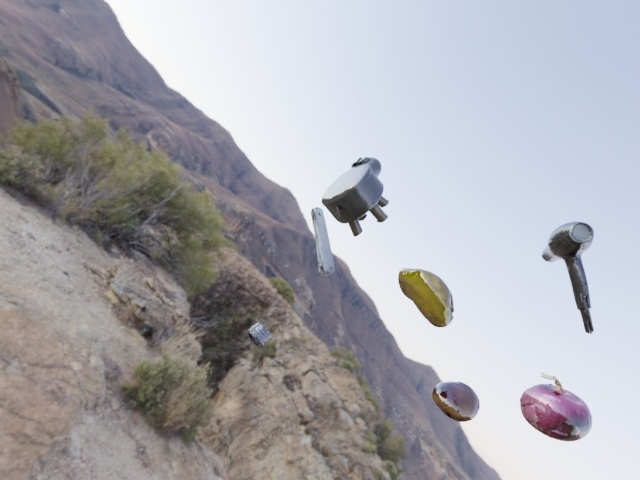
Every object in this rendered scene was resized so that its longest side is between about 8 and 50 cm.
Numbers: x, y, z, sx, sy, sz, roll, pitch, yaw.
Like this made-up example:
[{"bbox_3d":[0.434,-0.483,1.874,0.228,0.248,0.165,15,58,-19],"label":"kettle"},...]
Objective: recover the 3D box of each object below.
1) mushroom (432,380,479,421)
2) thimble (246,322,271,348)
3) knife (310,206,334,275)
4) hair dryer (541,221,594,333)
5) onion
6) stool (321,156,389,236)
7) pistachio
[{"bbox_3d":[0.340,0.394,1.044,0.123,0.123,0.052,40,-52,45],"label":"mushroom"},{"bbox_3d":[-0.249,0.386,1.693,0.095,0.066,0.104,40,-29,22],"label":"thimble"},{"bbox_3d":[0.002,0.000,1.552,0.073,0.041,0.265,13,63,-49],"label":"knife"},{"bbox_3d":[0.515,0.081,0.853,0.195,0.075,0.219,53,32,-69],"label":"hair dryer"},{"bbox_3d":[0.795,0.579,1.391,0.207,0.200,0.200,41,-5,-20],"label":"onion"},{"bbox_3d":[0.113,-0.124,1.100,0.139,0.228,0.153,49,-16,-21],"label":"stool"},{"bbox_3d":[0.271,0.127,1.051,0.189,0.100,0.110,56,-9,40],"label":"pistachio"}]
